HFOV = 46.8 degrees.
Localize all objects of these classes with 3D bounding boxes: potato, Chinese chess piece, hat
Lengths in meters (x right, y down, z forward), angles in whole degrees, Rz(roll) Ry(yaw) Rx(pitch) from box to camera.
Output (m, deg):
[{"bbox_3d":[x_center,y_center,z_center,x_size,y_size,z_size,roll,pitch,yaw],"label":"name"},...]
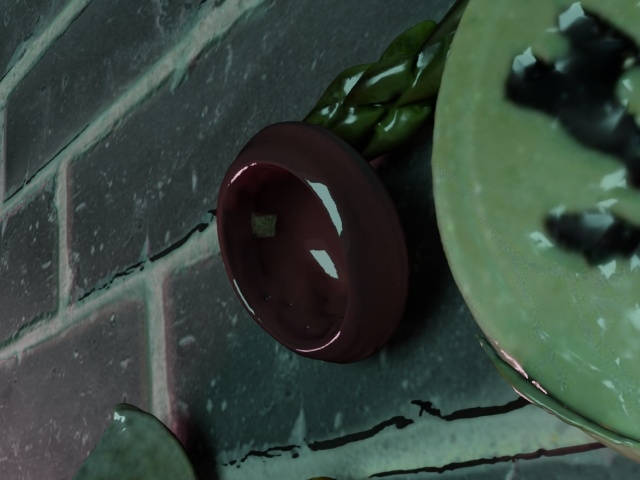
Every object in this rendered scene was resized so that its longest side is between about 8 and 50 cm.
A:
[{"bbox_3d":[-0.188,0.333,0.731,0.264,0.211,0.189,-59,-8,-28],"label":"potato"},{"bbox_3d":[0.213,-0.056,0.348,0.349,0.146,0.349,-14,71,45],"label":"Chinese chess piece"},{"bbox_3d":[0.000,0.000,0.591,0.205,0.089,0.205,23,122,42],"label":"hat"}]

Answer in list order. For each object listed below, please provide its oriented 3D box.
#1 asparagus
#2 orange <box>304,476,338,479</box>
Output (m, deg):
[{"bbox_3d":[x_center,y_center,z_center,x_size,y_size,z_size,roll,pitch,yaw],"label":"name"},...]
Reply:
[{"bbox_3d":[0.069,-0.119,0.571,0.287,0.080,0.080,-27,62,34],"label":"asparagus"},{"bbox_3d":[-0.003,0.225,0.568,0.083,0.070,0.083,-12,71,40],"label":"orange"}]
